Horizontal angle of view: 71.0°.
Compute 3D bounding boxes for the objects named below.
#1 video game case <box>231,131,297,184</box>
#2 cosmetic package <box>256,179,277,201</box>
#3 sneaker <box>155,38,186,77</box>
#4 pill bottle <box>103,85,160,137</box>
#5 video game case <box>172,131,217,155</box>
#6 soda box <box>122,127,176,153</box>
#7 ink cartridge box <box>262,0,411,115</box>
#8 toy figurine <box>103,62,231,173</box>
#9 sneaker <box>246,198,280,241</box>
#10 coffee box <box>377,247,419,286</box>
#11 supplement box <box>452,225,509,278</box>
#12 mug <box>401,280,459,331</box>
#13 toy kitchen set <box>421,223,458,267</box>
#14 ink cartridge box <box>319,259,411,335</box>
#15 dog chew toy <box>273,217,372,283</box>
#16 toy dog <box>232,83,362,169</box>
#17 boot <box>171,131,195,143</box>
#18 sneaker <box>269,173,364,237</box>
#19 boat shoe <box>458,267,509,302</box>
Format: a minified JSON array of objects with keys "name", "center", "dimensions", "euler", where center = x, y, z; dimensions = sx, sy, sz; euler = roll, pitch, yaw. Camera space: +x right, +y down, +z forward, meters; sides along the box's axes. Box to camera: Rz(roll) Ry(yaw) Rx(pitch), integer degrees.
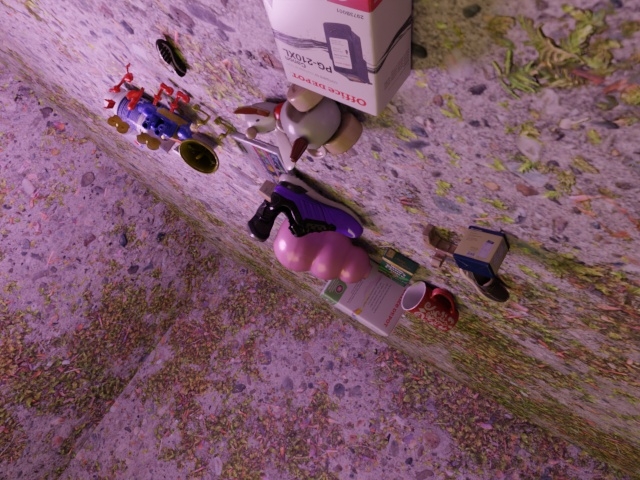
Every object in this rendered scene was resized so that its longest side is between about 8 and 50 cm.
[{"name":"video game case","center":[-0.155,-0.230,1.341],"dimensions":[0.184,0.023,0.201],"euler":[26,162,27]},{"name":"cosmetic package","center":[-0.148,-0.152,1.497],"dimensions":[0.115,0.060,0.041],"euler":[38,163,-10]},{"name":"sneaker","center":[-0.371,-0.443,1.090],"dimensions":[0.044,0.040,0.109],"euler":[29,164,25]},{"name":"pill bottle","center":[-0.617,-0.432,1.498],"dimensions":[0.187,0.111,0.112],"euler":[33,165,4]},{"name":"video game case","center":[-0.406,-0.301,1.461],"dimensions":[0.087,0.122,0.011],"euler":[33,140,4]},{"name":"soda box","center":[-0.644,-0.398,1.700],"dimensions":[0.286,0.091,0.098],"euler":[16,158,49]},{"name":"ink cartridge box","center":[0.023,-0.299,0.596],"dimensions":[0.172,0.100,0.237],"euler":[29,164,21]},{"name":"toy figurine","center":[-0.434,-0.367,1.377],"dimensions":[0.363,0.191,0.217],"euler":[29,-164,-8]},{"name":"sneaker","center":[-0.180,-0.091,1.532],"dimensions":[0.087,0.227,0.130],"euler":[31,121,-10]},{"name":"coffee box","center":[0.249,0.091,1.464],"dimensions":[0.113,0.040,0.184],"euler":[31,165,10]},{"name":"supplement box","center":[0.346,0.024,0.967],"dimensions":[0.083,0.083,0.056],"euler":[20,160,43]},{"name":"mug","center":[0.379,0.226,1.492],"dimensions":[0.169,0.113,0.150],"euler":[35,167,-17]},{"name":"toy kitchen set","center":[0.288,0.018,1.100],"dimensions":[0.083,0.068,0.075],"euler":[25,162,30]},{"name":"ink cartridge box","center":[0.169,0.190,1.628],"dimensions":[0.278,0.201,0.117],"euler":[33,166,1]},{"name":"dog chew toy","center":[0.014,0.039,1.510],"dimensions":[0.332,0.206,0.206],"euler":[25,164,4]},{"name":"toy dog","center":[-0.069,-0.221,0.918],"dimensions":[0.220,0.160,0.334],"euler":[38,165,-14]},{"name":"boot","center":[-0.479,-0.354,1.566],"dimensions":[0.158,0.059,0.084],"euler":[29,169,15]},{"name":"sneaker","center":[-0.021,-0.059,1.312],"dimensions":[0.294,0.146,0.102],"euler":[30,160,-8]},{"name":"boat shoe","center":[0.417,0.107,1.133],"dimensions":[0.152,0.056,0.049],"euler":[35,170,-4]}]
